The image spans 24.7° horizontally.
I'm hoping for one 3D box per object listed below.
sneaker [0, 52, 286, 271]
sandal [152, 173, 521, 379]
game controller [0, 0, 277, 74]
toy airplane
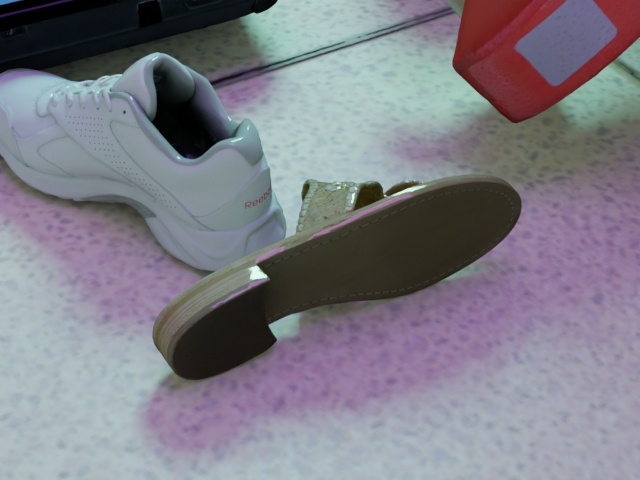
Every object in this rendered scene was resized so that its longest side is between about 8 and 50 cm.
[{"bbox_3d":[-0.117,-0.076,0.913,0.232,0.115,0.090,23,43,23],"label":"sneaker"},{"bbox_3d":[0.000,-0.005,0.855,0.240,0.088,0.079,-24,52,-22],"label":"sandal"},{"bbox_3d":[-0.178,-0.171,1.043,0.319,0.067,0.166,-18,27,-25],"label":"game controller"},{"bbox_3d":[0.247,-0.283,0.975,0.386,0.384,0.272,-8,6,-31],"label":"toy airplane"}]
